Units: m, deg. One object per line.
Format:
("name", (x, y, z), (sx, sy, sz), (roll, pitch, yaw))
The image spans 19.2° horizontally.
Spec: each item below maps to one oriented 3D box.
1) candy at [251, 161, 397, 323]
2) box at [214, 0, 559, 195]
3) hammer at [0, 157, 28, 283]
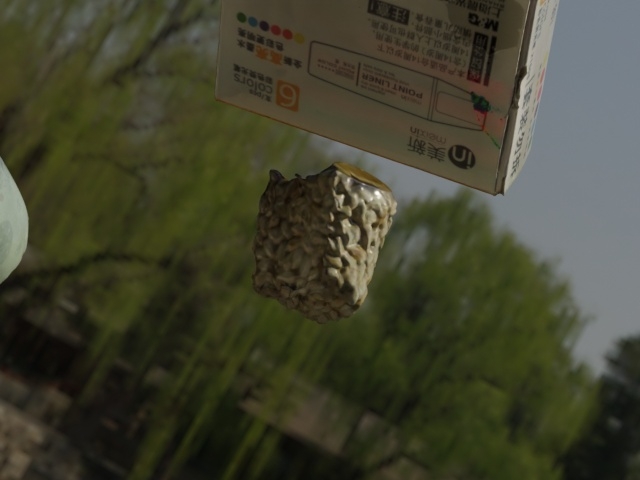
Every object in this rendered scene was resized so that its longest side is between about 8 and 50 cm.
("candy", (0.000, 0.000, 1.358), (0.085, 0.110, 0.095), (20, -18, -35))
("box", (0.053, -0.177, 1.530), (0.274, 0.091, 0.221), (22, -50, 16))
("hammer", (-0.351, 0.004, 1.229), (0.202, 0.305, 0.113), (72, -7, -57))
